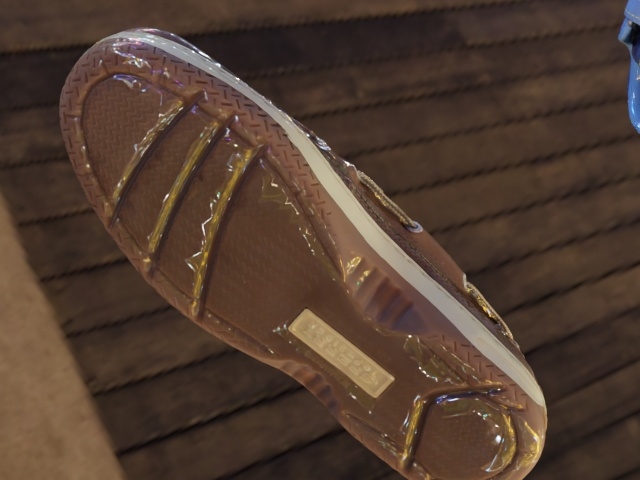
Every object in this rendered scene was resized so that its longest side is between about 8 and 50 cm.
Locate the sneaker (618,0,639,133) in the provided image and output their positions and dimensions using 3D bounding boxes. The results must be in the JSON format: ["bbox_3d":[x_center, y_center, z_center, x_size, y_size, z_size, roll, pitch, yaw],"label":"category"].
[{"bbox_3d":[0.145,-0.093,0.623,0.053,0.144,0.059,34,61,28],"label":"sneaker"}]

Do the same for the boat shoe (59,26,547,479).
[{"bbox_3d":[-0.006,0.005,0.733,0.257,0.095,0.095,47,23,-11],"label":"boat shoe"}]
